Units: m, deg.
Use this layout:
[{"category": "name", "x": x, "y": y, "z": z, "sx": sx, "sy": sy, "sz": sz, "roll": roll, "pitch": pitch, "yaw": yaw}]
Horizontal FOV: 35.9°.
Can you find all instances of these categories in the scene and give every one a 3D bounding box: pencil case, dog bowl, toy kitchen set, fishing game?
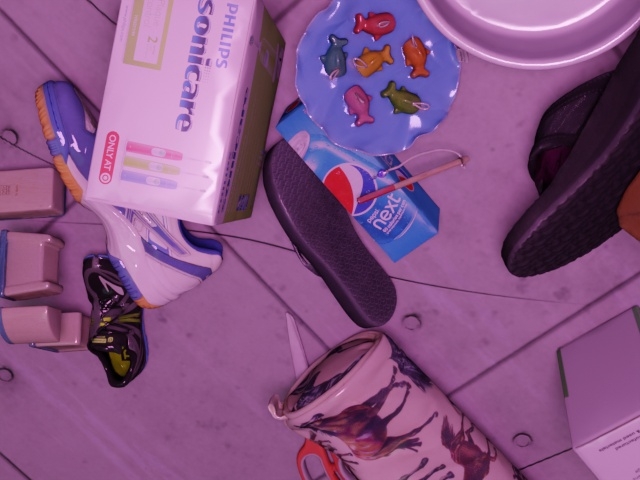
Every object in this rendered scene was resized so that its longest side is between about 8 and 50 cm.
[{"category": "pencil case", "x": 0.126, "y": 0.289, "z": 1.231, "sx": 0.183, "sy": 0.160, "sz": 0.410, "roll": -43, "pitch": 104, "yaw": -2}, {"category": "dog bowl", "x": 0.214, "y": -0.308, "z": 0.966, "sx": 0.265, "sy": 0.104, "sz": 0.265, "roll": 4, "pitch": 116, "yaw": 8}, {"category": "toy kitchen set", "x": -0.362, "y": 0.032, "z": 1.245, "sx": 0.122, "sy": 0.166, "sz": 0.207, "roll": -3, "pitch": 78, "yaw": 10}, {"category": "fishing game", "x": 0.067, "y": -0.181, "z": 1.046, "sx": 0.189, "sy": 0.041, "sz": 0.264, "roll": -21, "pitch": 101, "yaw": -10}]

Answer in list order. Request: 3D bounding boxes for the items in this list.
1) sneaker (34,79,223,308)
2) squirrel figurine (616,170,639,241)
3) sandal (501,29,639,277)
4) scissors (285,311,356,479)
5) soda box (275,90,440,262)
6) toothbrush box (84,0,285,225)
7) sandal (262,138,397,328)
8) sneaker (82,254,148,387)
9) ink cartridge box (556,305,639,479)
[{"category": "sneaker", "x": -0.220, "y": -0.069, "z": 1.164, "sx": 0.131, "sy": 0.112, "sz": 0.296, "roll": -27, "pitch": 111, "yaw": 1}, {"category": "squirrel figurine", "x": 0.535, "y": -0.051, "z": 0.898, "sx": 0.370, "sy": 0.281, "sz": 0.397, "roll": -12, "pitch": 143, "yaw": -15}, {"category": "sandal", "x": 0.312, "y": -0.129, "z": 1.011, "sx": 0.168, "sy": 0.107, "sz": 0.445, "roll": -6, "pitch": 142, "yaw": -29}, {"category": "scissors", "x": -0.018, "y": 0.232, "z": 1.305, "sx": 0.109, "sy": 0.021, "sz": 0.297, "roll": -21, "pitch": 111, "yaw": 19}, {"category": "soda box", "x": 0.045, "y": -0.080, "z": 1.119, "sx": 0.067, "sy": 0.071, "sz": 0.210, "roll": -37, "pitch": 105, "yaw": 22}, {"category": "toothbrush box", "x": -0.120, "y": -0.129, "z": 0.975, "sx": 0.122, "sy": 0.283, "sz": 0.206, "roll": 11, "pitch": 94, "yaw": 1}, {"category": "sandal", "x": 0.000, "y": 0.001, "z": 1.159, "sx": 0.054, "sy": 0.097, "sz": 0.254, "roll": -13, "pitch": 115, "yaw": 44}, {"category": "sneaker", "x": -0.260, "y": 0.103, "z": 1.251, "sx": 0.067, "sy": 0.078, "sz": 0.188, "roll": -3, "pitch": 115, "yaw": 9}, {"category": "ink cartridge box", "x": 0.410, "y": 0.252, "z": 1.143, "sx": 0.121, "sy": 0.211, "sz": 0.289, "roll": -35, "pitch": 107, "yaw": 20}]
